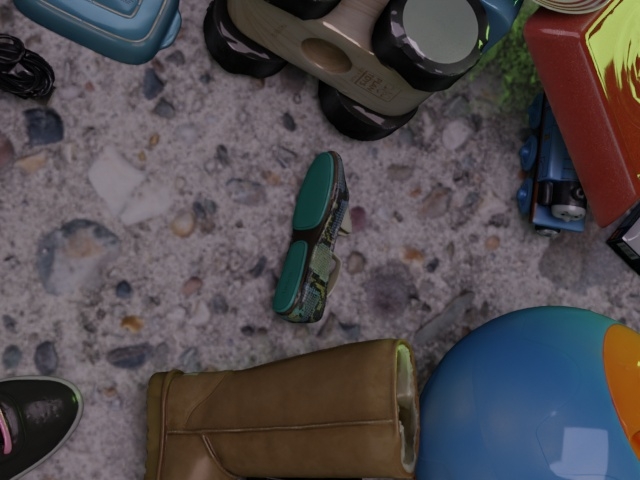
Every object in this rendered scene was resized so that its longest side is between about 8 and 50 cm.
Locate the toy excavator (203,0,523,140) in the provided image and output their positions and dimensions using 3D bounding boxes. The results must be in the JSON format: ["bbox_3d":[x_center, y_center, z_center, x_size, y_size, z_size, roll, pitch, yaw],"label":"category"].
[{"bbox_3d":[0.152,-0.322,1.381,0.433,0.222,0.445,29,70,-10],"label":"toy excavator"}]

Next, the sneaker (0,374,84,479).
[{"bbox_3d":[-0.363,0.201,1.221,0.295,0.147,0.104,-17,86,-15],"label":"sneaker"}]

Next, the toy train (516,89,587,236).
[{"bbox_3d":[0.269,-0.097,1.420,0.080,0.105,0.184,10,81,-11],"label":"toy train"}]

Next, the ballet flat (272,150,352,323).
[{"bbox_3d":[0.000,0.000,1.378,0.070,0.070,0.188,19,82,-10],"label":"ballet flat"}]

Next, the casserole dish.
[{"bbox_3d":[-0.234,-0.263,1.359,0.188,0.037,0.114,25,80,-10],"label":"casserole dish"}]

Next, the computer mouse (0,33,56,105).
[{"bbox_3d":[-0.402,-0.100,1.291,0.188,0.072,0.272,27,66,-7],"label":"computer mouse"}]

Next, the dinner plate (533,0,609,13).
[{"bbox_3d":[0.230,-0.279,1.284,0.141,0.017,0.141,8,60,-14],"label":"dinner plate"}]

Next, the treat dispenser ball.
[{"bbox_3d":[0.232,0.209,1.285,0.288,0.288,0.288,1,83,-13],"label":"treat dispenser ball"}]

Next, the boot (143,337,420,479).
[{"bbox_3d":[-0.038,0.222,1.254,0.269,0.089,0.236,-7,84,20],"label":"boot"}]

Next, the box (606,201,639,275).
[{"bbox_3d":[0.464,0.023,1.483,0.233,0.044,0.159,44,76,-5],"label":"box"}]

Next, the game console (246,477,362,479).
[{"bbox_3d":[-0.023,0.256,1.363,0.122,0.071,0.107,12,51,-12],"label":"game console"}]

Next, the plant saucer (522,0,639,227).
[{"bbox_3d":[0.339,-0.186,1.370,0.259,0.047,0.258,-46,124,-31],"label":"plant saucer"}]
